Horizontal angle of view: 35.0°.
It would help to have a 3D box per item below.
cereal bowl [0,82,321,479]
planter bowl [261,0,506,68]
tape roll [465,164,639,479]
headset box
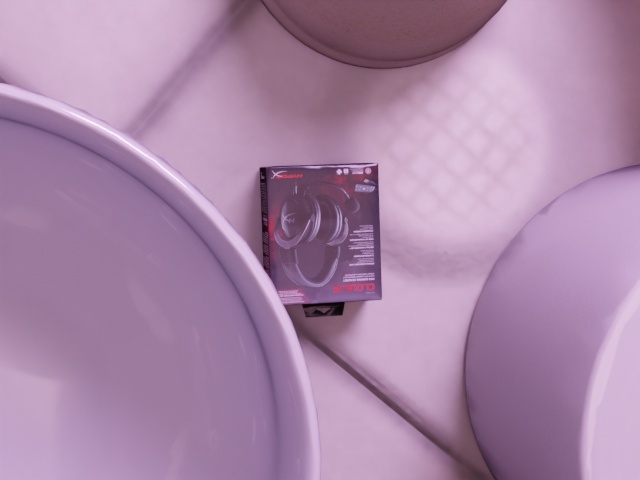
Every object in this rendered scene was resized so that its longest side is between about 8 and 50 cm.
[{"bbox_3d":[-0.175,0.093,0.479,0.339,0.141,0.338,-1,94,-9],"label":"cereal bowl"},{"bbox_3d":[0.042,-0.171,0.508,0.162,0.109,0.162,-1,96,-9],"label":"planter bowl"},{"bbox_3d":[0.215,0.081,0.527,0.246,0.169,0.246,-1,94,-10],"label":"tape roll"},{"bbox_3d":[0.000,0.000,0.554,0.062,0.032,0.083,-2,93,-9],"label":"headset box"}]
